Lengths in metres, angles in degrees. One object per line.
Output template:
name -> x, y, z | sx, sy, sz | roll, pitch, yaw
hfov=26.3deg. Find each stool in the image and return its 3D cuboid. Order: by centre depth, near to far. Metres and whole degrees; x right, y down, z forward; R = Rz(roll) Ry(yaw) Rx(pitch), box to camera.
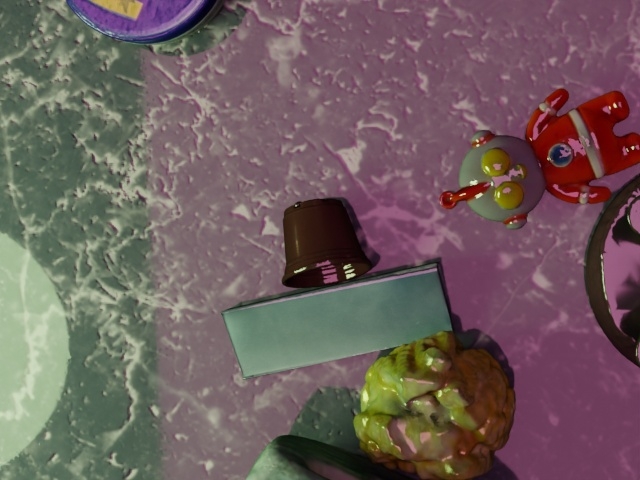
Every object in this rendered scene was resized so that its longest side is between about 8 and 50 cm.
stool -> 0.439, 0.038, 1.533 | 0.272, 0.178, 0.272 | 0, 92, 6

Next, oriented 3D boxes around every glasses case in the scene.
glasses case -> 0.022, 0.091, 1.664 | 0.266, 0.056, 0.105 | -13, 115, 8

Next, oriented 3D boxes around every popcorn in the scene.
popcorn -> 0.134, 0.202, 1.589 | 0.185, 0.167, 0.187 | 36, 101, 0

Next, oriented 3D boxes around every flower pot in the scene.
flower pot -> 0.000, 0.000, 1.638 | 0.111, 0.111, 0.089 | -13, 76, 8

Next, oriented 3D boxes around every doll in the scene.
doll -> 0.253, -0.091, 1.606 | 0.245, 0.076, 0.142 | -21, 89, 4

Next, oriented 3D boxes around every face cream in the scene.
face cream -> -0.206, -0.336, 1.636 | 0.206, 0.111, 0.206 | 1, 94, 8

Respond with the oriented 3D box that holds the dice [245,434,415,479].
dice -> 0.025, 0.430, 1.534 | 0.328, 0.348, 0.330 | 26, 90, 6
